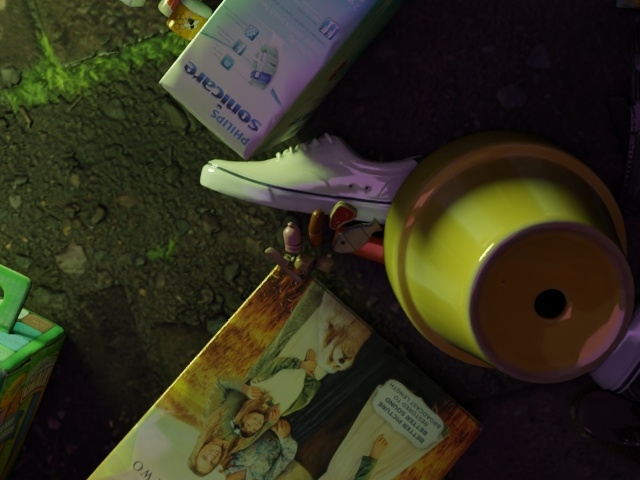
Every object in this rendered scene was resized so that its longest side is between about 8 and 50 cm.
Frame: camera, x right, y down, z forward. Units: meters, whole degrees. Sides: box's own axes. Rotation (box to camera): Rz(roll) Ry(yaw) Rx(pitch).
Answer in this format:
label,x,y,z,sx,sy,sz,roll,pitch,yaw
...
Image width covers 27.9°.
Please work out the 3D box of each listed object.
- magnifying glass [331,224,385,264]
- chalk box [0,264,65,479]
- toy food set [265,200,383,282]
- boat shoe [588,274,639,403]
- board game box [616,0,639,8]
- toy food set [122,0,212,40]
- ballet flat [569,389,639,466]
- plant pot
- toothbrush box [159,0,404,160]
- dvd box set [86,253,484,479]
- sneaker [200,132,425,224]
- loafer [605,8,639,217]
label,x,y,z,sx,sy,sz,roll,pitch,yaw
magnifying glass,0.126,0.030,1.472,0.231,0.026,0.092,19,105,8
chalk box,-0.436,0.161,1.535,0.180,0.179,0.289,24,105,6
toy food set,0.000,0.000,1.417,0.122,0.019,0.078,-38,111,23
boat shoe,0.421,0.041,1.378,0.119,0.121,0.335,29,117,-3
board game box,0.437,-0.309,1.257,0.275,0.142,0.144,5,83,11
toy food set,-0.199,-0.326,1.419,0.232,0.111,0.104,35,106,6
ballet flat,0.393,0.240,1.448,0.250,0.058,0.084,25,73,0
plant pot,0.205,0.030,1.314,0.254,0.239,0.254,-1,106,-5
toothbrush box,-0.007,-0.242,1.344,0.126,0.216,0.295,42,106,1
dvd box set,-0.064,0.269,1.452,0.307,0.062,0.420,42,81,2
sneaker,-0.004,-0.076,1.451,0.258,0.094,0.091,8,94,1
loafer,0.341,-0.137,1.370,0.078,0.076,0.223,11,99,15
